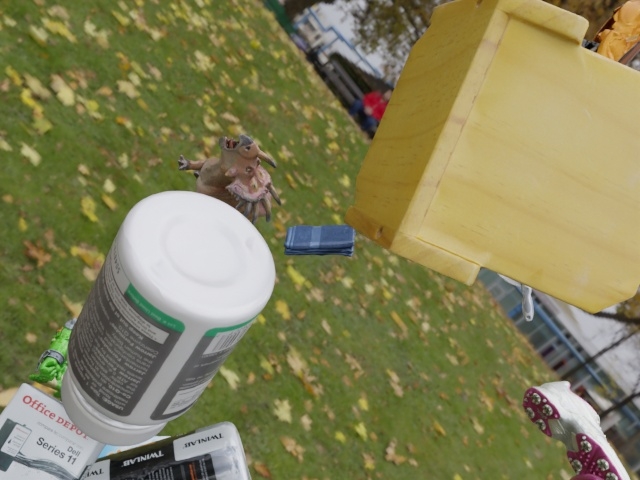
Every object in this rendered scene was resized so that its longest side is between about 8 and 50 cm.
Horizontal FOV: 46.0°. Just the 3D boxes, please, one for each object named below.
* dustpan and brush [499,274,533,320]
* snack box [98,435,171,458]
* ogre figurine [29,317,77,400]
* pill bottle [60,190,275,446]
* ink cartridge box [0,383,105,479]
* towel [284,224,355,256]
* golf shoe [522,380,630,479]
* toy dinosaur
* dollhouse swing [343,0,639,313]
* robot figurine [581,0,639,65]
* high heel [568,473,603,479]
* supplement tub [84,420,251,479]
[{"bbox_3d":[0.402,0.061,1.477,0.060,0.147,0.211,-70,151,-54],"label":"dustpan and brush"},{"bbox_3d":[-0.347,0.498,1.541,0.060,0.321,0.187,107,-15,-56],"label":"snack box"},{"bbox_3d":[-0.435,0.214,1.323,0.096,0.118,0.197,5,-30,24],"label":"ogre figurine"},{"bbox_3d":[-0.223,0.121,1.022,0.204,0.361,0.204,21,41,-19],"label":"pill bottle"},{"bbox_3d":[-0.439,0.342,1.136,0.153,0.208,0.087,29,-20,1],"label":"ink cartridge box"},{"bbox_3d":[0.000,0.000,1.266,0.067,0.119,0.029,-81,166,-53],"label":"towel"},{"bbox_3d":[0.606,0.440,1.714,0.306,0.140,0.115,53,-39,29],"label":"golf shoe"},{"bbox_3d":[-0.135,-0.081,1.265,0.295,0.200,0.127,19,72,-72],"label":"toy dinosaur"},{"bbox_3d":[0.265,-0.109,1.031,0.304,0.347,0.315,21,5,-17],"label":"dollhouse swing"},{"bbox_3d":[0.444,-0.236,1.047,0.211,0.291,0.085,39,-13,29],"label":"robot figurine"},{"bbox_3d":[0.506,0.568,1.225,0.377,0.127,0.181,58,-12,23],"label":"high heel"},{"bbox_3d":[-0.287,0.457,1.309,0.207,0.337,0.207,166,-90,-82],"label":"supplement tub"}]
